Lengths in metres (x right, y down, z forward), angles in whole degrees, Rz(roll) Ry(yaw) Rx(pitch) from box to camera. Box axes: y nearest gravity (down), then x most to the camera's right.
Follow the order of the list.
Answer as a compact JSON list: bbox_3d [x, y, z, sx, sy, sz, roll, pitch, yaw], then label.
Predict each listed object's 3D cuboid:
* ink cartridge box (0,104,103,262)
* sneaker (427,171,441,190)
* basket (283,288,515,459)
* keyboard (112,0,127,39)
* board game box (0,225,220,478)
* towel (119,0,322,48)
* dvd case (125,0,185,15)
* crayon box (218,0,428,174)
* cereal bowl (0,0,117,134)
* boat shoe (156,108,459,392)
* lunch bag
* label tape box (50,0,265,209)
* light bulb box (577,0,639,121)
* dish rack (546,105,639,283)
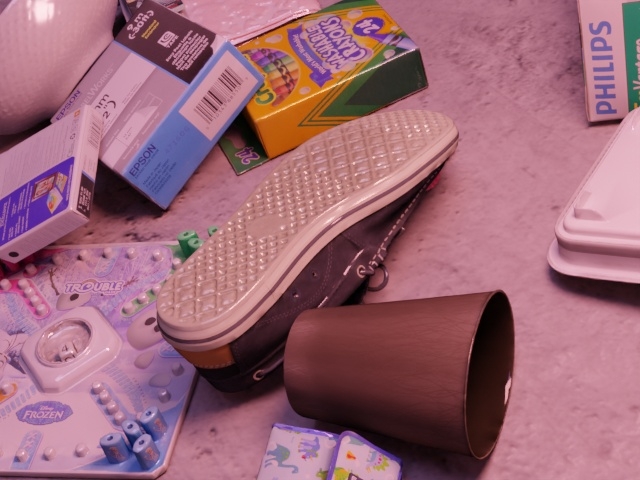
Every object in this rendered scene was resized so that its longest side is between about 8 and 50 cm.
[{"bbox_3d":[-0.408,-0.073,1.719,0.208,0.045,0.206,-24,46,25],"label":"ink cartridge box"},{"bbox_3d":[0.142,-0.108,1.678,0.057,0.047,0.119,-5,39,47],"label":"sneaker"},{"bbox_3d":[0.086,0.143,1.360,0.226,0.154,0.204,1,45,26],"label":"basket"},{"bbox_3d":[-0.310,-0.400,2.139,0.317,0.033,0.201,-40,53,-22],"label":"keyboard"},{"bbox_3d":[-0.338,0.134,1.589,0.389,0.050,0.390,-2,45,18],"label":"board game box"},{"bbox_3d":[-0.190,-0.432,2.086,0.317,0.053,0.332,-21,49,-6],"label":"towel"},{"bbox_3d":[-0.290,-0.417,2.053,0.087,0.013,0.119,-25,49,-7],"label":"dvd case"},{"bbox_3d":[-0.024,-0.248,1.844,0.323,0.083,0.203,-26,43,-6],"label":"crayon box"},{"bbox_3d":[-0.432,-0.300,1.923,0.339,0.141,0.339,-52,8,11],"label":"cereal bowl"},{"bbox_3d":[0.000,0.000,1.529,0.186,0.156,0.500,19,52,41],"label":"boat shoe"},{"bbox_3d":[0.006,0.277,1.295,0.151,0.096,0.129,10,46,9],"label":"lunch bag"},{"bbox_3d":[-0.281,-0.232,1.835,0.347,0.115,0.249,34,85,42],"label":"label tape box"},{"bbox_3d":[0.537,-0.370,1.660,0.361,0.225,0.358,-5,43,14],"label":"light bulb box"},{"bbox_3d":[0.449,-0.077,1.462,0.285,0.072,0.333,5,41,38],"label":"dish rack"}]
